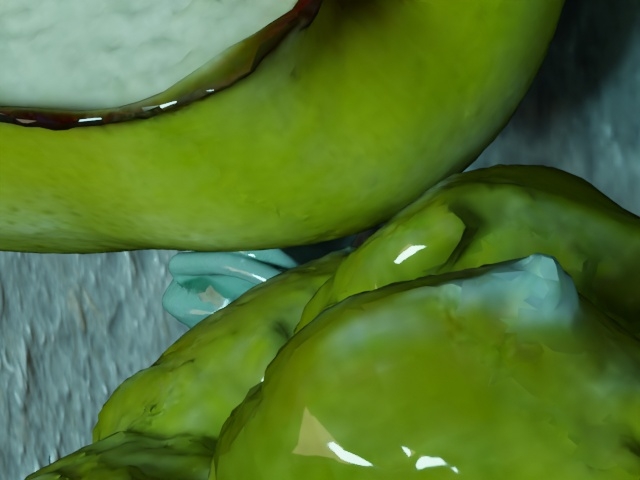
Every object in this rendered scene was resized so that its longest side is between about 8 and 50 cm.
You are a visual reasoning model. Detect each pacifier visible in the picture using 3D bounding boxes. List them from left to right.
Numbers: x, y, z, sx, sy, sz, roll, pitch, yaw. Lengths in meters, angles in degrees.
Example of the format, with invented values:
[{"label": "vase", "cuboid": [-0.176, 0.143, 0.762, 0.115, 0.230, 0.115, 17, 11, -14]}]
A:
[{"label": "pacifier", "cuboid": [0.000, 0.000, 0.792, 0.116, 0.150, 0.127, -56, 20, -7]}]

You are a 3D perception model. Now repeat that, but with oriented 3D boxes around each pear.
[{"label": "pear", "cuboid": [-0.066, -0.127, 0.714, 0.386, 0.340, 0.191, 48, 172, 37]}]

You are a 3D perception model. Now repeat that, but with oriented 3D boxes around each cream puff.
[{"label": "cream puff", "cuboid": [0.081, 0.133, 0.539, 0.378, 0.275, 0.378, 34, 147, 26]}]
